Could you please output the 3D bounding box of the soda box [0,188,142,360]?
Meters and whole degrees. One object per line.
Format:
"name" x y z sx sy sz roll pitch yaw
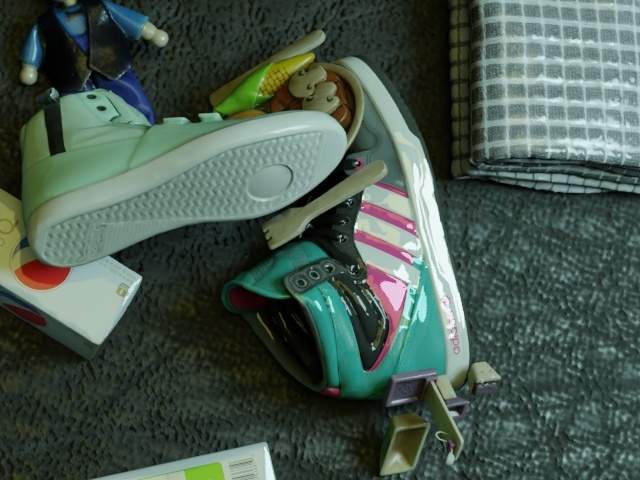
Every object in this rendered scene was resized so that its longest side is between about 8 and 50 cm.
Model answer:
"soda box" -0.253 0.008 1.424 0.216 0.074 0.069 32 71 -4

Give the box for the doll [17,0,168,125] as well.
"doll" -0.187 -0.147 1.491 0.129 0.046 0.189 -21 82 -5

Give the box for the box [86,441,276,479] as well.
"box" -0.130 0.307 1.353 0.231 0.127 0.262 -12 80 -15

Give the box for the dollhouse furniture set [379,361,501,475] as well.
"dollhouse furniture set" 0.100 0.168 1.445 0.091 0.114 0.081 -7 49 -21

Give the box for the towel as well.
"towel" 0.257 -0.163 1.563 0.283 0.121 0.235 2 77 -13

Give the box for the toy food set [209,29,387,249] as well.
"toy food set" -0.027 -0.096 1.447 0.132 0.038 0.192 -32 47 9

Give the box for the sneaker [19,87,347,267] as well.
"sneaker" -0.116 -0.084 1.395 0.256 0.094 0.151 -16 50 -5

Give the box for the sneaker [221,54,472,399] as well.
"sneaker" 0.000 0.000 1.467 0.178 0.124 0.295 -12 81 -25
